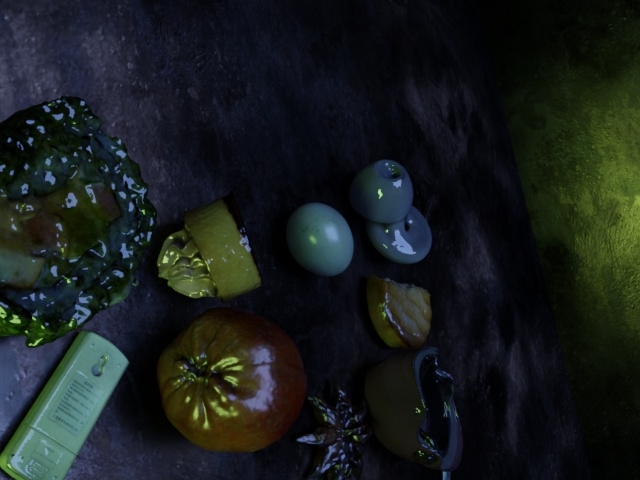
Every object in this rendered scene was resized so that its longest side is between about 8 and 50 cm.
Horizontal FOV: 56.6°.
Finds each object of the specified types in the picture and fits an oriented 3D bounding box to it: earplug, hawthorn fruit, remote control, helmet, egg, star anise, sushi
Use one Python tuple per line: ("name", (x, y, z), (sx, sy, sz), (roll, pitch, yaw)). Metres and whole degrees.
("earplug", (0.208, -0.080, 1.678), (0.325, 0.175, 0.214), (56, 43, -27))
("hawthorn fruit", (-0.148, 0.242, 1.046), (0.262, 0.258, 0.258), (-10, 87, -55))
("remote control", (-0.381, 0.253, 0.900), (0.098, 0.038, 0.233), (51, 42, -32))
("helmet", (0.229, 0.434, 1.527), (0.338, 0.197, 0.271), (66, 29, -28))
("egg", (0.000, 0.000, 1.395), (0.192, 0.150, 0.149), (62, 38, -27))
("star anise", (0.057, 0.458, 1.369), (0.272, 0.103, 0.271), (16, 68, -47))
("sushi", (-0.400, -0.016, 0.841), (0.294, 0.178, 0.352), (60, 36, -26))

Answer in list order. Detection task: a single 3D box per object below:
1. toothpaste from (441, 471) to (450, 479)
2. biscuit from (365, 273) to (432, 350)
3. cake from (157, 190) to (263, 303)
("toothpaste", (0.379, 0.634, 1.803), (0.056, 0.036, 0.205), (14, 72, -53))
("biscuit", (0.220, 0.205, 1.676), (0.274, 0.091, 0.213), (27, 55, -48))
("cake", (-0.215, 0.027, 1.109), (0.207, 0.178, 0.185), (-111, -175, -52))
